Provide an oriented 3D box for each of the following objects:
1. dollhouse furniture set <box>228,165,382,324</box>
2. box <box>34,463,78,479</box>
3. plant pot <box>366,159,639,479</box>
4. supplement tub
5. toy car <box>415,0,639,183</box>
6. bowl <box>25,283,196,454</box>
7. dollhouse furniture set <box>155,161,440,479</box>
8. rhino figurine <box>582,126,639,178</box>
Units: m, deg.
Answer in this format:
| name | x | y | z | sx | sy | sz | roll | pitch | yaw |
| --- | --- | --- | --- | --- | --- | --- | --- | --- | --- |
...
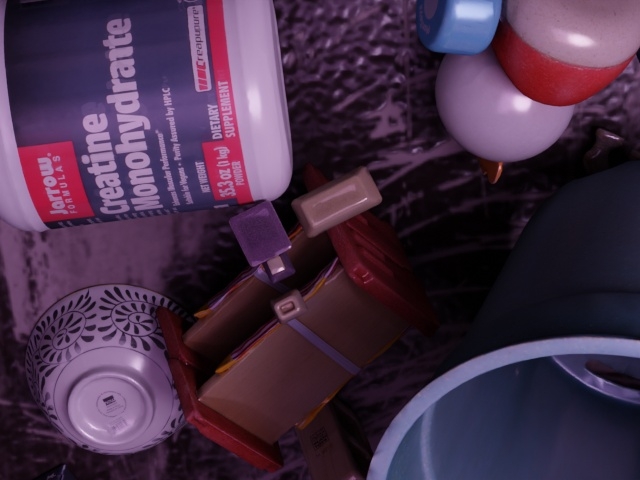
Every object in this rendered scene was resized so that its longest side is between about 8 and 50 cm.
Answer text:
| name | x | y | z | sx | sy | sz | roll | pitch | yaw |
| --- | --- | --- | --- | --- | --- | --- | --- | --- | --- |
| dollhouse furniture set | 0.000 | 0.000 | 1.135 | 0.114 | 0.081 | 0.091 | -27 | 89 | 0 |
| box | -0.236 | 0.320 | 1.324 | 0.093 | 0.156 | 0.158 | -29 | 111 | 11 |
| plant pot | 0.238 | 0.124 | 1.085 | 0.341 | 0.334 | 0.341 | 8 | 122 | 14 |
| supplement tub | -0.165 | -0.109 | 1.123 | 0.272 | 0.191 | 0.191 | -8 | 113 | 1 |
| toy car | 0.152 | -0.156 | 1.146 | 0.219 | 0.210 | 0.238 | 3 | 142 | -18 |
| bowl | -0.184 | 0.131 | 1.286 | 0.170 | 0.080 | 0.170 | 0 | 113 | -1 |
| dollhouse furniture set | 0.057 | 0.132 | 1.282 | 0.201 | 0.152 | 0.374 | -41 | 126 | 14 |
| rhino figurine | 0.323 | 0.001 | 1.248 | 0.243 | 0.073 | 0.106 | 25 | 106 | -7 |
